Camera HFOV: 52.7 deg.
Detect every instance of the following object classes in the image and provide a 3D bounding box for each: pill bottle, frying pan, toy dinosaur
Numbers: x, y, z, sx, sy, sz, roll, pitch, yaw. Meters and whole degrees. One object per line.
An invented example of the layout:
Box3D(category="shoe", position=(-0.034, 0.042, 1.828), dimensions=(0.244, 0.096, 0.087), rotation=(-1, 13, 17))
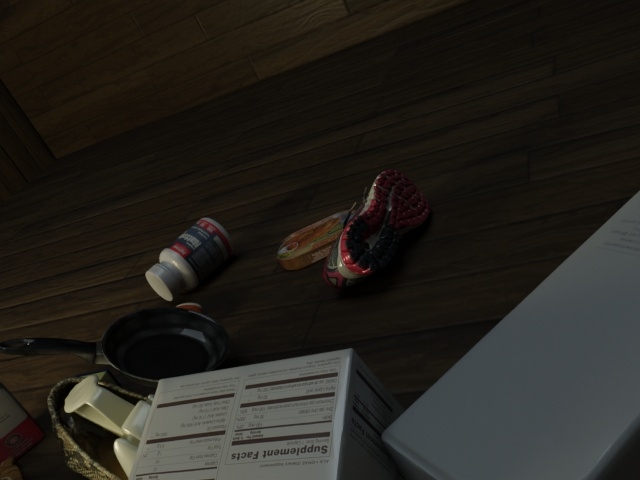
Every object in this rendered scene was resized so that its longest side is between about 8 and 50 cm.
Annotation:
Box3D(category="pill bottle", position=(-0.283, 0.043, 1.398), dimensions=(0.108, 0.108, 0.180), rotation=(5, 41, 48))
Box3D(category="frying pan", position=(-0.290, 0.180, 0.976), dimensions=(0.326, 0.053, 0.197), rotation=(-14, 34, -39))
Box3D(category="toy dinosaur", position=(-0.493, 0.389, 1.021), dimensions=(0.211, 0.064, 0.112), rotation=(7, 41, 49))

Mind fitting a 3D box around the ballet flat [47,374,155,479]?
Box3D(category="ballet flat", position=(-0.241, 0.270, 0.863), dimensions=(0.482, 0.182, 0.164), rotation=(2, 37, 44))

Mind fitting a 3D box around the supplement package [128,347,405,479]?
Box3D(category="supplement package", position=(-0.011, 0.238, 0.585), dimensions=(0.204, 0.262, 0.145), rotation=(-14, 44, 25))

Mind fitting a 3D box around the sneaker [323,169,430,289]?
Box3D(category="sneaker", position=(0.097, -0.027, 1.166), dimensions=(0.299, 0.121, 0.112), rotation=(-44, -1, -45))

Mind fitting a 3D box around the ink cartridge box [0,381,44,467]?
Box3D(category="ink cartridge box", position=(-0.626, 0.301, 1.107), dimensions=(0.172, 0.237, 0.100), rotation=(-40, 29, -24))

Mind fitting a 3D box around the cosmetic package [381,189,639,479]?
Box3D(category="cosmetic package", position=(0.297, 0.126, 0.564), dimensions=(0.453, 0.230, 0.161), rotation=(-37, 27, -20))

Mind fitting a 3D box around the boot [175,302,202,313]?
Box3D(category="boot", position=(-0.300, 0.168, 1.252), dimensions=(0.157, 0.059, 0.085), rotation=(-17, 24, 3))

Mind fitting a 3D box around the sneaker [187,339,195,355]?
Box3D(category="sneaker", position=(-0.234, 0.225, 1.069), dimensions=(0.074, 0.063, 0.170), rotation=(-18, 32, 5))

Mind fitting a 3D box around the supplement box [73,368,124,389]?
Box3D(category="supplement box", position=(-0.411, 0.281, 1.143), dimensions=(0.083, 0.056, 0.083), rotation=(-15, 29, 23))

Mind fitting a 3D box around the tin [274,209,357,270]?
Box3D(category="tin", position=(0.000, 0.000, 1.288), dimensions=(0.189, 0.040, 0.106), rotation=(-24, 22, 7))
